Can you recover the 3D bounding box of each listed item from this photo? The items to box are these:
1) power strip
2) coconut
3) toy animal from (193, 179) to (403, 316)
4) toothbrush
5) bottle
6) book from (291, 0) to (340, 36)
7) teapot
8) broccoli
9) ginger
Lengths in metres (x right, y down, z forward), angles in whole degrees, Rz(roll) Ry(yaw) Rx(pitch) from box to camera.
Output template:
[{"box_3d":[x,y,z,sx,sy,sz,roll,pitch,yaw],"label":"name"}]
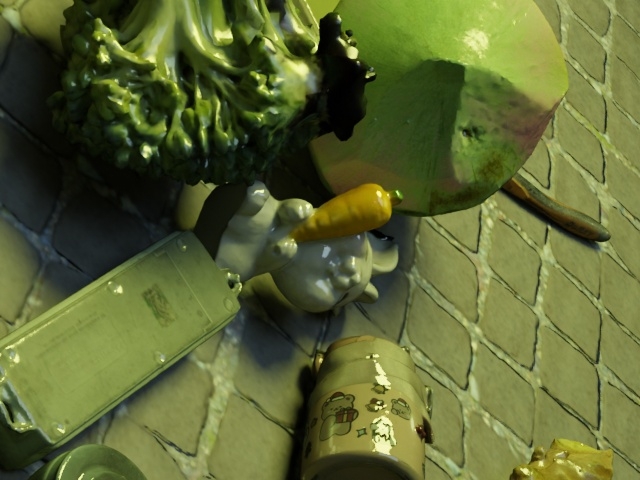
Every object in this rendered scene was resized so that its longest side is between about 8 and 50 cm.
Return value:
[{"box_3d":[-0.144,0.068,1.218,0.078,0.052,0.272,56,34,-2],"label":"power strip"},{"box_3d":[0.088,-0.121,1.490,0.236,0.236,0.204,5,81,-51],"label":"coconut"},{"box_3d":[0.000,0.000,1.391,0.182,0.131,0.127,18,13,-26],"label":"toy animal"},{"box_3d":[0.175,-0.060,1.758,0.321,0.023,0.031,25,52,-38],"label":"toothbrush"},{"box_3d":[0.036,0.130,1.362,0.099,0.099,0.152,39,34,-26],"label":"bottle"},{"box_3d":[0.061,-0.250,1.757,0.352,0.035,0.239,-6,67,-53],"label":"book"},{"box_3d":[-0.161,0.167,1.079,0.124,0.091,0.092,42,35,-32],"label":"teapot"},{"box_3d":[-0.072,-0.167,1.307,0.263,0.247,0.243,-41,133,-60],"label":"broccoli"},{"box_3d":[0.170,0.226,1.468,0.115,0.081,0.205,31,46,-14],"label":"ginger"}]
